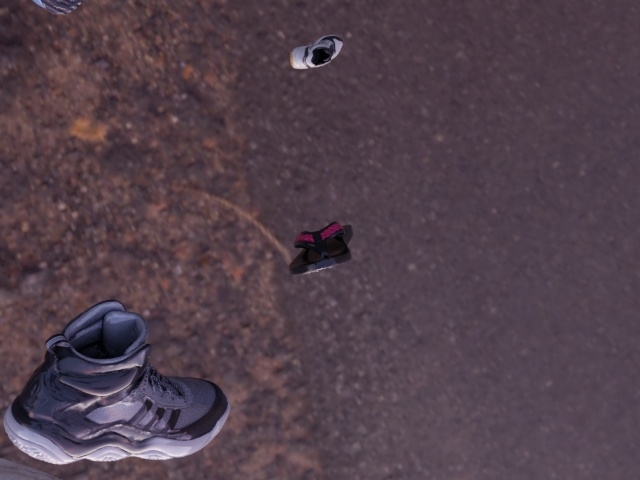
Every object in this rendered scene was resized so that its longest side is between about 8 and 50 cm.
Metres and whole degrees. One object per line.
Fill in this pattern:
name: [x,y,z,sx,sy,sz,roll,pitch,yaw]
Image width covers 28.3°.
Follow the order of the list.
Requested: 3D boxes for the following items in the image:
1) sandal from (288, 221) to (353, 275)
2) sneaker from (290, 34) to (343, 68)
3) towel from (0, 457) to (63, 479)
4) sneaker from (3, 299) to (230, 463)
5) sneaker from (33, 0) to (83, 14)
sandal: [0.000,0.000,1.355,0.067,0.179,0.040,-13,102,8]
sneaker: [0.004,-0.214,1.455,0.083,0.037,0.032,-32,121,-42]
towel: [-0.271,0.224,0.838,0.187,0.282,0.049,18,111,-9]
sneaker: [-0.186,0.145,1.318,0.268,0.101,0.153,1,124,-43]
sneaker: [-0.238,-0.334,1.316,0.209,0.082,0.069,-50,136,7]
